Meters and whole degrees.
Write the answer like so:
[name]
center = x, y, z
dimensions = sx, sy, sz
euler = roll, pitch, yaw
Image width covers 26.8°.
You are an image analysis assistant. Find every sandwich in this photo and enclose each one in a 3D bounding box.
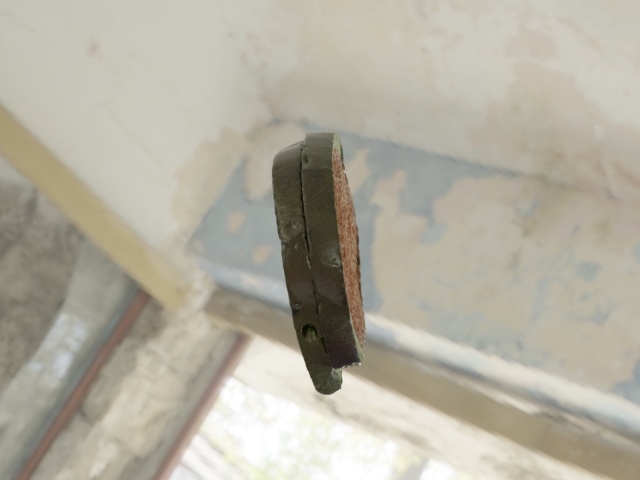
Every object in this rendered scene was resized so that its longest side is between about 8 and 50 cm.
[sandwich]
center = 0.000, -0.002, 0.597
dimensions = 0.029, 0.135, 0.067
euler = -11, -40, 8
